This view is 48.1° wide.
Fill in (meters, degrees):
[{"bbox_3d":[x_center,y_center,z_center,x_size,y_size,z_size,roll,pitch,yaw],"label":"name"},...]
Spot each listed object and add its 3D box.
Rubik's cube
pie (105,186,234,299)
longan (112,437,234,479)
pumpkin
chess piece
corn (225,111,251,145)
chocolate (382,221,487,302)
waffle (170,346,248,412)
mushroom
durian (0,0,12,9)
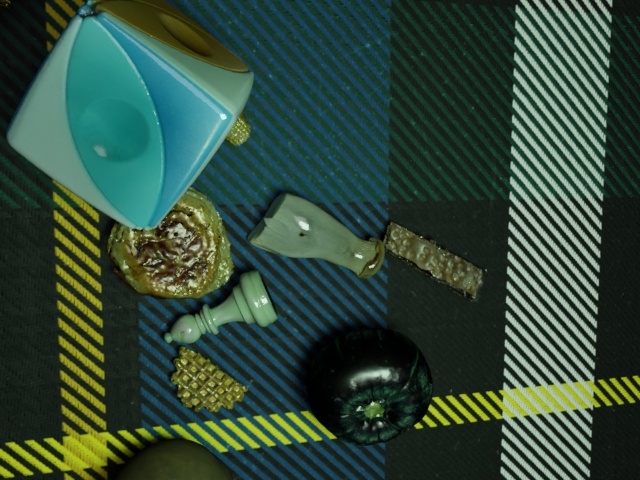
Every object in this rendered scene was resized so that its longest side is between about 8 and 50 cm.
[{"bbox_3d":[-0.369,-0.277,1.449,0.347,0.352,0.351,35,110,-17],"label":"Rubik's cube"},{"bbox_3d":[-0.345,0.001,1.676,0.308,0.085,0.308,-2,96,-16],"label":"pie"},{"bbox_3d":[-0.348,0.621,1.651,0.319,0.319,0.319,-2,97,-17],"label":"longan"},{"bbox_3d":[0.122,0.353,1.792,0.315,0.238,0.315,-1,110,-4],"label":"pumpkin"},{"bbox_3d":[-0.247,0.183,1.721,0.272,0.139,0.139,-24,103,-1],"label":"chess piece"},{"bbox_3d":[-0.272,-0.357,1.652,0.097,0.097,0.320,-41,108,-9],"label":"corn"},{"bbox_3d":[0.297,0.060,1.899,0.329,0.065,0.102,28,73,-19],"label":"chocolate"},{"bbox_3d":[-0.270,0.342,1.760,0.192,0.046,0.160,5,95,-19],"label":"waffle"},{"bbox_3d":[0.000,0.000,1.780,0.329,0.122,0.159,25,126,-17],"label":"mushroom"},{"bbox_3d":[-0.737,-0.580,1.372,0.384,0.347,0.347,0,96,-9],"label":"durian"}]
